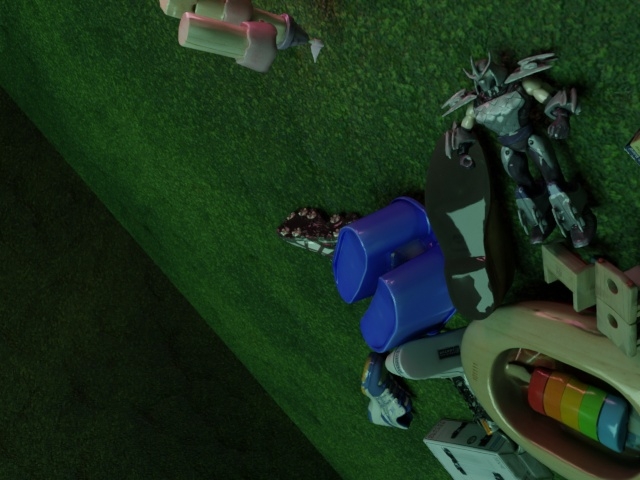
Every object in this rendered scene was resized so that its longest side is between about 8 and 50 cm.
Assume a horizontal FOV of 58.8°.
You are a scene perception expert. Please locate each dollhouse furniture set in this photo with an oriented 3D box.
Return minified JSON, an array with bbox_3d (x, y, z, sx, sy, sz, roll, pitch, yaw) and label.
[{"bbox_3d":[0.416,0.034,0.782,0.184,0.129,0.129,-119,7,-56],"label":"dollhouse furniture set"}]

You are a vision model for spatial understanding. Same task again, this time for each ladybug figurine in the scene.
[{"bbox_3d":[0.433,0.238,0.894,0.449,0.161,0.305,25,128,47],"label":"ladybug figurine"}]

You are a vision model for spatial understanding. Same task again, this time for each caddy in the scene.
[{"bbox_3d":[0.156,0.068,1.104,0.241,0.179,0.341,60,163,22],"label":"caddy"}]

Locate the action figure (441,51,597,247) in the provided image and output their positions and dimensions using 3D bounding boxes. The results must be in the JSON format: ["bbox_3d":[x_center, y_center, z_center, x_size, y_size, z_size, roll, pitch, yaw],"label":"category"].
[{"bbox_3d":[0.273,-0.126,0.764,0.185,0.099,0.285,-11,119,52],"label":"action figure"}]

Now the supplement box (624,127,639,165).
[{"bbox_3d":[0.412,-0.106,0.638,0.083,0.056,0.083,48,152,0],"label":"supplement box"}]

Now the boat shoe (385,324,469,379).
[{"bbox_3d":[0.253,0.221,1.097,0.088,0.267,0.096,143,116,-66],"label":"boat shoe"}]

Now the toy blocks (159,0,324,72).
[{"bbox_3d":[-0.075,-0.423,0.808,0.309,0.260,0.289,55,133,43],"label":"toy blocks"}]

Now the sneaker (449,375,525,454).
[{"bbox_3d":[0.339,0.326,1.174,0.271,0.108,0.100,39,157,14],"label":"sneaker"}]

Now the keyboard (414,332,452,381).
[{"bbox_3d":[0.318,0.272,1.284,0.317,0.033,0.202,17,144,44],"label":"keyboard"}]

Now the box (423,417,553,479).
[{"bbox_3d":[0.413,0.549,1.437,0.169,0.087,0.290,51,152,-6],"label":"box"}]

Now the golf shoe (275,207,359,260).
[{"bbox_3d":[0.000,0.000,1.320,0.272,0.105,0.120,13,143,49],"label":"golf shoe"}]

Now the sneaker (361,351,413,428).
[{"bbox_3d":[0.197,0.423,1.599,0.130,0.112,0.297,9,138,26],"label":"sneaker"}]

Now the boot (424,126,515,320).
[{"bbox_3d":[0.251,-0.034,0.922,0.112,0.115,0.306,2,108,45],"label":"boot"}]
